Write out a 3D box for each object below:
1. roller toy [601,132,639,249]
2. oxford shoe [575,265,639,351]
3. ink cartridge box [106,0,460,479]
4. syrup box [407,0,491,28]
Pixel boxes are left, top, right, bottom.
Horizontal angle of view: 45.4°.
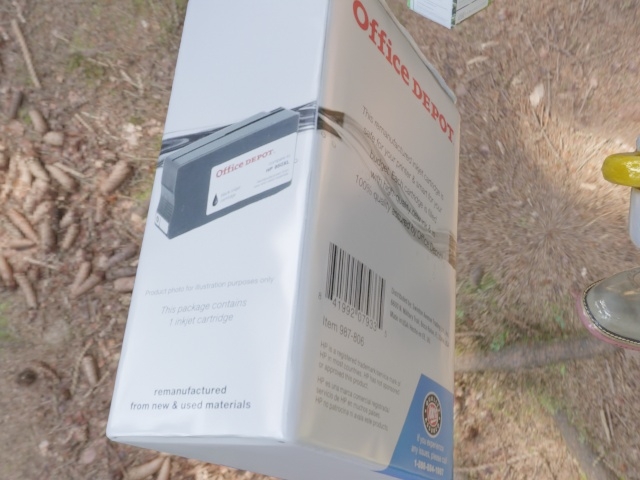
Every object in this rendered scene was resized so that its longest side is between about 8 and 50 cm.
[{"bbox_3d":[0.421,-0.057,0.790,0.209,0.191,0.146,15,110,51],"label":"roller toy"},{"bbox_3d":[0.492,0.054,0.969,0.348,0.130,0.123,-7,57,-16],"label":"oxford shoe"},{"bbox_3d":[0.000,0.000,0.679,0.166,0.285,0.395,-7,64,29],"label":"ink cartridge box"},{"bbox_3d":[0.192,-0.439,1.100,0.093,0.237,0.096,-34,54,-23],"label":"syrup box"}]
